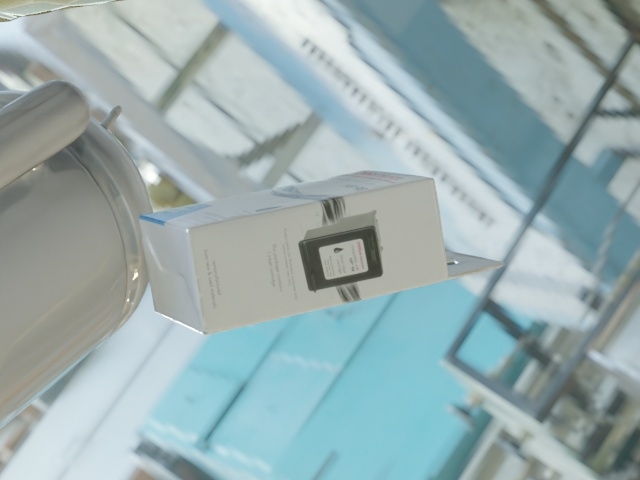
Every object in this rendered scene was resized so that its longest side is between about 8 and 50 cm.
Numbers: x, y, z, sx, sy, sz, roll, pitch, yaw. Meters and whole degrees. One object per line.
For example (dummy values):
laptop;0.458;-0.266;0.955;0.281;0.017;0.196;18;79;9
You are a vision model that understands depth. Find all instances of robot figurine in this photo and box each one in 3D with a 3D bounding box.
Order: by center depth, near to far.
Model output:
robot figurine;-0.244;0.021;1.238;0.200;0.353;0.300;40;127;6

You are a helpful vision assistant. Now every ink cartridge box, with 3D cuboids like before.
ink cartridge box;0.000;0.000;1.025;0.104;0.180;0.060;-168;67;-69

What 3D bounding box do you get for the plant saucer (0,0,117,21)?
plant saucer;-0.112;-0.224;0.472;0.081;0.332;0.333;4;176;-44
